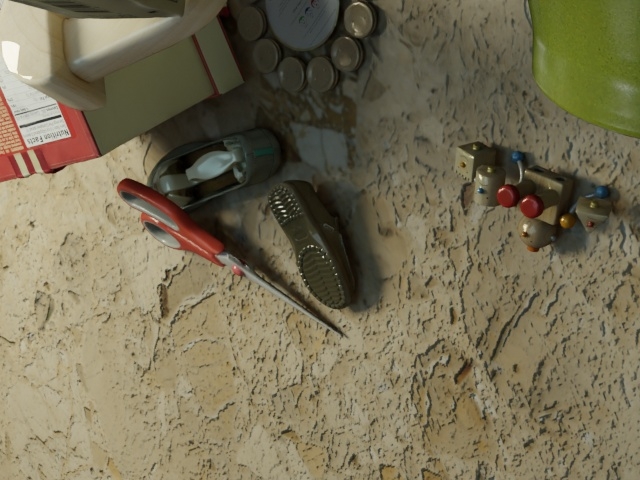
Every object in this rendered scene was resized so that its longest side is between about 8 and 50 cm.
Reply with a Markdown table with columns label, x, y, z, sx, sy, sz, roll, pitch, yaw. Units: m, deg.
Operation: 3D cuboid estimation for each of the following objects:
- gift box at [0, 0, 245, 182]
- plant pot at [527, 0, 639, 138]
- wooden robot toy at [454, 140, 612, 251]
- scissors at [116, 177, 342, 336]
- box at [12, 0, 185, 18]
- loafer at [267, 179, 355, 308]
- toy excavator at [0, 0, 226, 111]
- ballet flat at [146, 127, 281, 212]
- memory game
| label | x | y | z | sx | sy | sz | roll | pitch | yaw |
| --- | --- | --- | --- | --- | --- | --- | --- | --- | --- |
| gift box | -0.250 | -0.232 | 1.583 | 0.255 | 0.258 | 0.276 | -4 | 111 | 41 |
| plant pot | 0.287 | -0.268 | 1.114 | 0.366 | 0.366 | 0.353 | 23 | 124 | 34 |
| wooden robot toy | 0.188 | -0.025 | 1.402 | 0.173 | 0.076 | 0.079 | 26 | 126 | 33 |
| scissors | -0.103 | 0.017 | 1.637 | 0.297 | 0.021 | 0.109 | 29 | 157 | 31 |
| box | -0.179 | -0.340 | 1.204 | 0.121 | 0.148 | 0.311 | 5 | 87 | 35 |
| loafer | 0.000 | 0.000 | 1.572 | 0.056 | 0.050 | 0.148 | -12 | 107 | 43 |
| toy excavator | -0.054 | -0.320 | 1.301 | 0.433 | 0.222 | 0.445 | 9 | 78 | 32 |
| ballet flat | -0.134 | -0.073 | 1.650 | 0.213 | 0.068 | 0.072 | -18 | 89 | 40 |
| memory game | -0.017 | -0.240 | 1.556 | 0.186 | 0.012 | 0.186 | 10 | 106 | 38 |
